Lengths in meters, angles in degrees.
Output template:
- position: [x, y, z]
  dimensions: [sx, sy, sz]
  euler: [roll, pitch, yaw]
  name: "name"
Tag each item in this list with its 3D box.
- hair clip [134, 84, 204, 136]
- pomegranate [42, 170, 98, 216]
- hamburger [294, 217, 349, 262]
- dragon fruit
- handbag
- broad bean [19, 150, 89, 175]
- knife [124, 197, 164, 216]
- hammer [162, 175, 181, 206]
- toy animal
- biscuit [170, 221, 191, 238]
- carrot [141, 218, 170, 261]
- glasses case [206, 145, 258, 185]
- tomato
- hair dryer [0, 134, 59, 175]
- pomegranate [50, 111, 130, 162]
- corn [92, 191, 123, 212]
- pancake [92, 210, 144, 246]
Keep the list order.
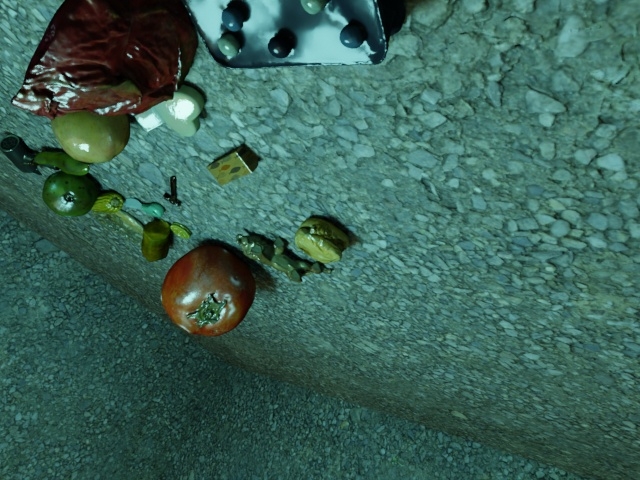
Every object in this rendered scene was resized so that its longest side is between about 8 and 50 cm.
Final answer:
- position: [-0.352, -0.307, 1.090]
  dimensions: [0.219, 0.071, 0.159]
  euler: [-4, 138, 42]
  name: "hair clip"
- position: [-0.935, -0.182, 1.791]
  dimensions: [0.187, 0.187, 0.225]
  euler: [40, 180, -23]
  name: "pomegranate"
- position: [0.000, 0.000, 1.286]
  dimensions: [0.138, 0.083, 0.147]
  euler: [33, 156, -19]
  name: "hamburger"
- position: [-0.406, -0.333, 0.870]
  dimensions: [0.240, 0.330, 0.302]
  euler: [38, 165, 35]
  name: "dragon fruit"
- position: [-0.067, -0.363, 0.646]
  dimensions: [0.326, 0.118, 0.269]
  euler: [9, 148, 31]
  name: "handbag"
- position: [-0.932, -0.280, 1.695]
  dimensions: [0.326, 0.075, 0.067]
  euler: [11, 179, 26]
  name: "broad bean"
- position: [-0.672, -0.129, 1.772]
  dimensions: [0.261, 0.034, 0.063]
  euler: [12, 146, 37]
  name: "knife"
- position: [-0.476, -0.162, 1.524]
  dimensions: [0.065, 0.021, 0.178]
  euler: [30, 154, -3]
  name: "hammer"
- position: [-0.132, 0.060, 1.536]
  dimensions: [0.313, 0.097, 0.157]
  euler: [31, 167, -11]
  name: "toy animal"
- position: [-0.528, -0.037, 1.803]
  dimensions: [0.084, 0.023, 0.084]
  euler: [21, 153, 11]
  name: "biscuit"
- position: [-0.661, 0.003, 1.910]
  dimensions: [0.114, 0.114, 0.302]
  euler: [32, 152, -7]
  name: "carrot"
- position: [-0.222, -0.189, 1.201]
  dimensions: [0.170, 0.041, 0.064]
  euler: [-9, 124, 53]
  name: "glasses case"
- position: [-0.414, 0.184, 1.760]
  dimensions: [0.293, 0.325, 0.289]
  euler: [38, -162, -27]
  name: "tomato"
- position: [-1.066, -0.290, 1.825]
  dimensions: [0.249, 0.077, 0.195]
  euler: [18, 155, 8]
  name: "hair dryer"
- position: [-0.585, -0.291, 1.208]
  dimensions: [0.192, 0.191, 0.191]
  euler: [22, 154, 12]
  name: "pomegranate"
- position: [-0.841, -0.143, 1.853]
  dimensions: [0.231, 0.080, 0.080]
  euler: [-1, 142, 44]
  name: "corn"
- position: [-0.842, -0.059, 2.042]
  dimensions: [0.283, 0.048, 0.282]
  euler: [22, 154, 11]
  name: "pancake"
